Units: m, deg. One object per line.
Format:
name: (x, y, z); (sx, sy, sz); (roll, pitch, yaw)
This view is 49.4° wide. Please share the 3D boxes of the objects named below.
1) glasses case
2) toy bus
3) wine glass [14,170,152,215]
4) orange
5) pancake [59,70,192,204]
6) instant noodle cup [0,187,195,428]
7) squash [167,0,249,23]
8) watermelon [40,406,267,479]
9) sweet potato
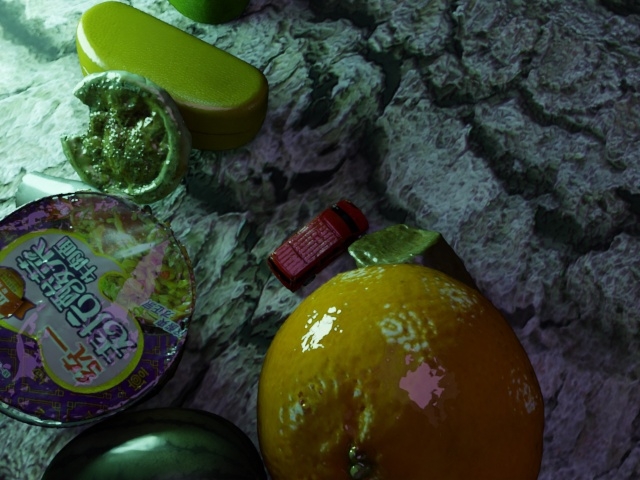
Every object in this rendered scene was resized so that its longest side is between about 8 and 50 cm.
glasses case: (-0.280, -0.284, 1.275); (0.371, 0.141, 0.173); (27, 57, 5)
toy bus: (0.000, 0.000, 1.224); (0.195, 0.089, 0.081); (-38, 78, -14)
wine glass: (-0.409, -0.051, 1.213); (0.222, 0.103, 0.103); (20, 72, 5)
orange: (0.100, 0.245, 0.986); (0.423, 0.326, 0.424); (4, 99, 27)
pancake: (-0.339, -0.172, 1.208); (0.253, 0.037, 0.254); (6, 113, 15)
instant noodle cup: (-0.341, 0.124, 1.069); (0.339, 0.266, 0.340); (1, 71, -2)
squash: (-0.221, -0.507, 1.274); (0.203, 0.289, 0.111); (-12, 77, -4)
watermelon: (-0.247, 0.378, 0.981); (0.359, 0.279, 0.279); (-13, 71, 19)
sweet potato: (0.204, 0.120, 1.173); (0.157, 0.158, 0.370); (-35, 84, -13)
